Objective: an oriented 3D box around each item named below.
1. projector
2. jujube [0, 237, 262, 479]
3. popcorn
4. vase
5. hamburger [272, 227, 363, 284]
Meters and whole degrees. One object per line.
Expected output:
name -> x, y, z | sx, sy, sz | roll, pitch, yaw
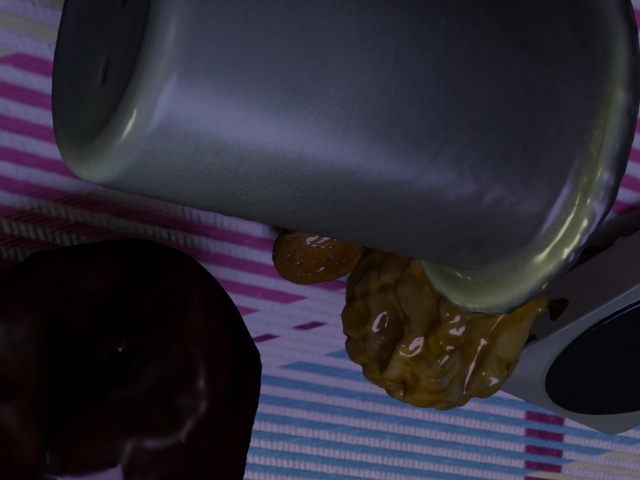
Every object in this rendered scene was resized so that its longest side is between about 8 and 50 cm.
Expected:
projector -> 0.298, 0.069, 1.497 | 0.257, 0.079, 0.259 | -33, 145, 25
jujube -> -0.190, 0.153, 1.254 | 0.258, 0.258, 0.377 | 3, 140, -28
popcorn -> 0.105, 0.053, 1.333 | 0.170, 0.180, 0.180 | 22, 149, 12
vase -> 0.001, -0.092, 0.990 | 0.291, 0.245, 0.245 | 10, 140, -26
hamburger -> 0.000, 0.000, 1.287 | 0.076, 0.044, 0.083 | -9, 150, -10
